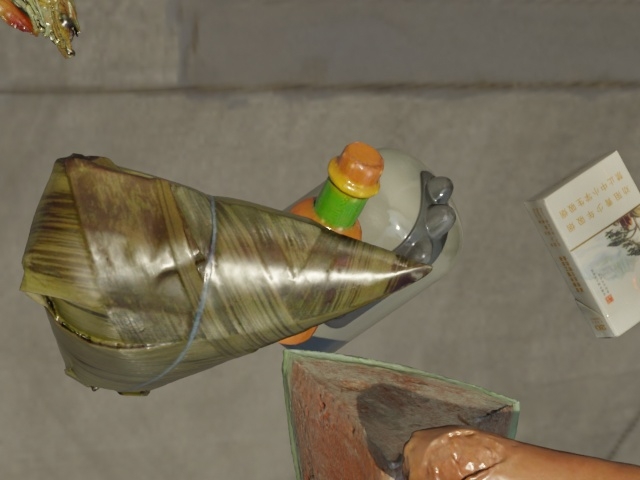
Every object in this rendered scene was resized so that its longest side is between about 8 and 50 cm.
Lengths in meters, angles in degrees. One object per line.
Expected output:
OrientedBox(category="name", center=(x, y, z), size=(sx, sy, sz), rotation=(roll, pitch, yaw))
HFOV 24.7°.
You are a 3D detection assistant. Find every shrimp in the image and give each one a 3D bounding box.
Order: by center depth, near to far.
OrientedBox(category="shrimp", center=(-0.274, -0.223, 1.287), size=(0.101, 0.190, 0.042), rotation=(-32, 159, -30))

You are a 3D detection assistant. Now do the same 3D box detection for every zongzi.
OrientedBox(category="zongzi", center=(-0.071, 0.052, 1.168), size=(0.300, 0.138, 0.286), rotation=(5, 157, 0))

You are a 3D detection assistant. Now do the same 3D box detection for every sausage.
OrientedBox(category="sausage", center=(0.278, 0.242, 1.323), size=(0.419, 0.094, 0.094), rotation=(11, -167, 4))

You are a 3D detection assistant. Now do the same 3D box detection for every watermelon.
OrientedBox(category="watermelon", center=(0.046, 0.252, 1.623), size=(0.250, 0.283, 0.292), rotation=(2, 160, 31))

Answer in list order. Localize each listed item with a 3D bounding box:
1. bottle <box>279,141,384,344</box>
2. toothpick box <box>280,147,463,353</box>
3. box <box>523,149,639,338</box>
OrientedBox(category="bottle", center=(0.000, 0.000, 1.175), size=(0.069, 0.069, 0.187), rotation=(9, 132, -25))
OrientedBox(category="toothpick box", center=(0.058, 0.011, 2.007), size=(0.316, 0.229, 0.229), rotation=(-35, 140, 27))
OrientedBox(category="box", center=(0.417, 0.006, 2.124), size=(0.149, 0.233, 0.067), rotation=(-32, -172, -17))
